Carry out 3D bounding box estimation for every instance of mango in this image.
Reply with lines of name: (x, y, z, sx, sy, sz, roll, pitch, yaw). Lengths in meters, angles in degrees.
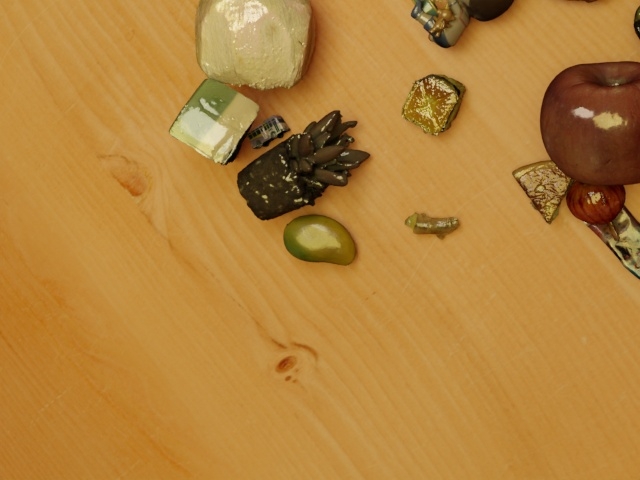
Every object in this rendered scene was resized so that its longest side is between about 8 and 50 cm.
mango: (-0.002, -0.004, 1.987, 0.191, 0.085, 0.122, 6, 89, 8)

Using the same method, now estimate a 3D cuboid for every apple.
apple: (0.613, -0.243, 1.645, 0.305, 0.306, 0.235, 6, 124, 18)

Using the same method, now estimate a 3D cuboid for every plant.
plant: (-0.038, -0.180, 1.933, 0.320, 0.194, 0.182, -24, 101, 24)

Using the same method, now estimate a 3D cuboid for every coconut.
coconut: (-0.154, -0.512, 1.857, 0.297, 0.297, 0.255, 17, 124, 16)

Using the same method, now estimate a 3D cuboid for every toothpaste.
toothpaste: (0.715, 0.025, 1.764, 0.096, 0.061, 0.266, -42, 77, 18)

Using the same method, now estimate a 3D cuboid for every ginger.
ginger: (0.269, -0.037, 1.909, 0.137, 0.044, 0.058, 6, 81, 16)

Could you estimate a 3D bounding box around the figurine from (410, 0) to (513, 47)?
figurine: (0.339, -0.558, 1.762, 0.275, 0.161, 0.158, -32, 66, 15)

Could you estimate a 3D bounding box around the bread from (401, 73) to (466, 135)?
bread: (0.266, -0.328, 1.857, 0.127, 0.069, 0.140, 28, 108, 14)

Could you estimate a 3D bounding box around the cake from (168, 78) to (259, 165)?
cake: (-0.247, -0.289, 1.936, 0.158, 0.283, 0.172, 33, 94, -3)

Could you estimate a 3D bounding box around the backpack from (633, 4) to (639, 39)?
backpack: (0.790, -0.430, 1.633, 0.207, 0.140, 0.253, -32, 93, 19)

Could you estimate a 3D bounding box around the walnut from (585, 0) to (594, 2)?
walnut: (0.542, -0.585, 1.709, 0.207, 0.116, 0.116, 20, 103, 15)

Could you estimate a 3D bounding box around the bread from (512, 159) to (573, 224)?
bread: (0.506, -0.130, 1.809, 0.136, 0.054, 0.154, 24, 98, 15)

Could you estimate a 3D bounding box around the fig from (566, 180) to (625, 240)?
fig: (0.626, -0.088, 1.736, 0.150, 0.128, 0.128, 30, 105, 10)

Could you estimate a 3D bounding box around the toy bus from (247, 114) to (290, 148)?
toy bus: (-0.134, -0.280, 2.009, 0.102, 0.052, 0.058, -28, 88, 22)
